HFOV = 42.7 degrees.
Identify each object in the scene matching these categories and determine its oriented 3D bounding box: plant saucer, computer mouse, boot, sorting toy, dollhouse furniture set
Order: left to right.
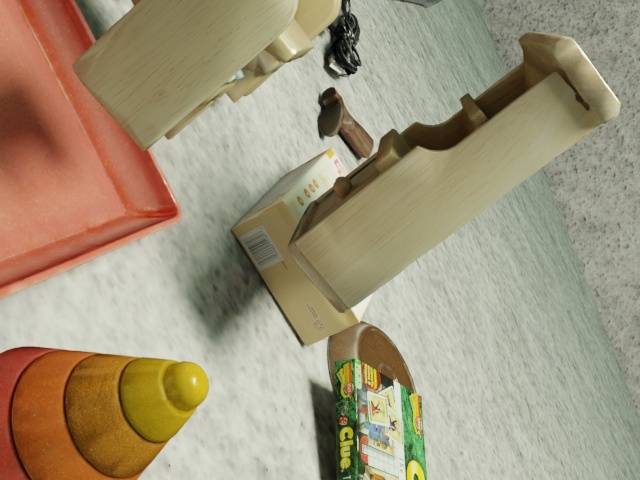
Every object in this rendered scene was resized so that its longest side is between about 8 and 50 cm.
[{"bbox_3d":[-0.157,0.127,0.357,0.127,0.126,0.365,64,23,-3],"label":"sorting toy"},{"bbox_3d":[-0.224,-0.094,0.528,0.259,0.048,0.258,64,24,-4],"label":"plant saucer"},{"bbox_3d":[-0.015,-0.384,1.218,0.188,0.072,0.272,-83,153,-54],"label":"computer mouse"},{"bbox_3d":[-0.003,-0.185,0.643,0.394,0.256,0.362,51,14,-8],"label":"dollhouse furniture set"},{"bbox_3d":[0.041,-0.144,1.135,0.114,0.037,0.106,52,29,-36],"label":"boot"},{"bbox_3d":[0.065,0.160,0.898,0.168,0.029,0.168,45,31,-38],"label":"plant saucer"}]

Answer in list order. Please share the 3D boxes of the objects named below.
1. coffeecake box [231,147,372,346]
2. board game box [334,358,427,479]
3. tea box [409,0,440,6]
[{"bbox_3d":[0.000,0.000,0.866,0.142,0.068,0.185,58,25,-11],"label":"coffeecake box"},{"bbox_3d":[0.061,0.252,0.762,0.136,0.030,0.259,38,43,-48],"label":"board game box"},{"bbox_3d":[0.227,-0.728,1.845,0.323,0.220,0.329,65,24,-1],"label":"tea box"}]
